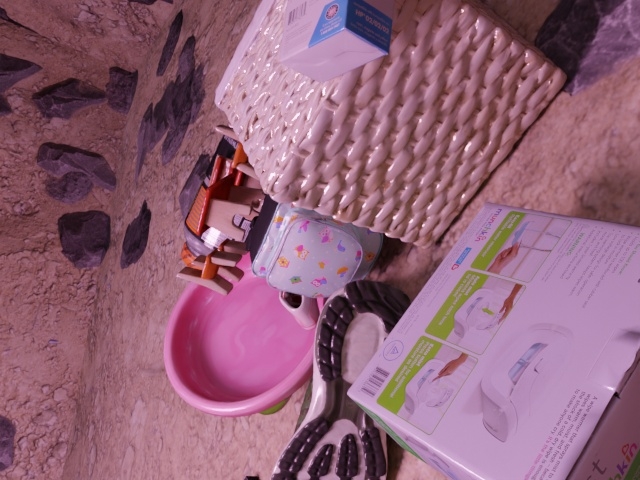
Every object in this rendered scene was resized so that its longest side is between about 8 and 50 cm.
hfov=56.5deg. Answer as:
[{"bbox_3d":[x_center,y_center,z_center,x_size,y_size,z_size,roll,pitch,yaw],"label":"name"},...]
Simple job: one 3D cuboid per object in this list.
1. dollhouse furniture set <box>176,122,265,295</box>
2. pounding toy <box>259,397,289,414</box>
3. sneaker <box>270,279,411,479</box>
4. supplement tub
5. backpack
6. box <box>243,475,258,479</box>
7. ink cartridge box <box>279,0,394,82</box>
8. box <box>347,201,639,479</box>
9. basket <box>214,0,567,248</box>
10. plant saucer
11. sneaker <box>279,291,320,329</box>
[{"bbox_3d":[-0.162,-0.077,1.033,0.259,0.135,0.262,-63,-9,-73],"label":"dollhouse furniture set"},{"bbox_3d":[-0.120,0.212,1.129,0.237,0.110,0.183,-61,33,19],"label":"pounding toy"},{"bbox_3d":[0.034,0.249,0.890,0.182,0.158,0.410,-71,-1,-85],"label":"sneaker"},{"bbox_3d":[-0.169,-0.076,1.271,0.316,0.193,0.193,-62,33,17],"label":"supplement tub"},{"bbox_3d":[0.000,0.000,0.908,0.166,0.188,0.144,-65,29,28],"label":"backpack"},{"bbox_3d":[-0.142,0.532,1.083,0.162,0.029,0.116,-65,32,15],"label":"box"},{"bbox_3d":[0.022,-0.264,0.594,0.104,0.061,0.181,-6,74,50],"label":"ink cartridge box"},{"bbox_3d":[0.197,0.107,0.551,0.262,0.127,0.231,-51,34,-16],"label":"box"},{"bbox_3d":[0.088,-0.212,0.812,0.331,0.328,0.266,-55,40,25],"label":"basket"},{"bbox_3d":[-0.117,0.156,1.058,0.332,0.084,0.332,-14,52,18],"label":"plant saucer"},{"bbox_3d":[-0.039,0.077,0.974,0.051,0.070,0.134,-27,47,10],"label":"sneaker"}]
